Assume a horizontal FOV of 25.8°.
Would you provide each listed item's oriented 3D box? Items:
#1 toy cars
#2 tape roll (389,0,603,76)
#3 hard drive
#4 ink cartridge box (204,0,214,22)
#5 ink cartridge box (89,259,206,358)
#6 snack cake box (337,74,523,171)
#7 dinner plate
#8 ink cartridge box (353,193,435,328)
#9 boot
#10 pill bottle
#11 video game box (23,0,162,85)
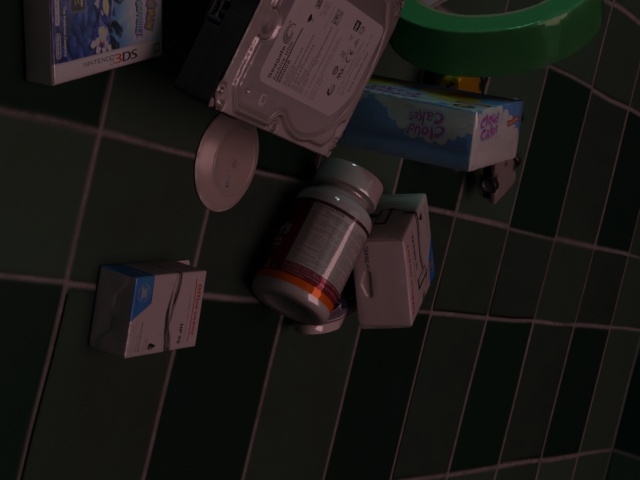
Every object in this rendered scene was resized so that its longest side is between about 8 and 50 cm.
[{"bbox_3d":[0.254,-0.190,2.377,0.394,0.087,0.176,30,82,-62],"label":"toy cars"},{"bbox_3d":[0.253,-0.353,2.059,0.321,0.321,0.077,-46,138,-39],"label":"tape roll"},{"bbox_3d":[-0.025,-0.241,1.701,0.237,0.064,0.339,-63,154,4],"label":"hard drive"},{"bbox_3d":[-0.034,-0.392,1.704,0.308,0.091,0.385,-52,153,-20],"label":"ink cartridge box"},{"bbox_3d":[-0.204,0.082,1.757,0.180,0.060,0.104,-5,107,-58],"label":"ink cartridge box"},{"bbox_3d":[0.136,-0.173,2.002,0.152,0.264,0.089,-16,116,-56],"label":"snack cake box"},{"bbox_3d":[-0.119,-0.106,1.859,0.141,0.017,0.141,-32,130,-48],"label":"dinner plate"},{"bbox_3d":[0.114,0.030,2.160,0.203,0.086,0.148,-59,145,-64],"label":"ink cartridge box"},{"bbox_3d":[0.015,0.079,2.124,0.190,0.069,0.086,-30,121,-61],"label":"boot"},{"bbox_3d":[0.000,0.000,1.996,0.221,0.121,0.121,-64,148,-19],"label":"pill bottle"},{"bbox_3d":[-0.247,-0.287,1.535,0.187,0.048,0.205,-30,128,-53],"label":"video game box"}]
